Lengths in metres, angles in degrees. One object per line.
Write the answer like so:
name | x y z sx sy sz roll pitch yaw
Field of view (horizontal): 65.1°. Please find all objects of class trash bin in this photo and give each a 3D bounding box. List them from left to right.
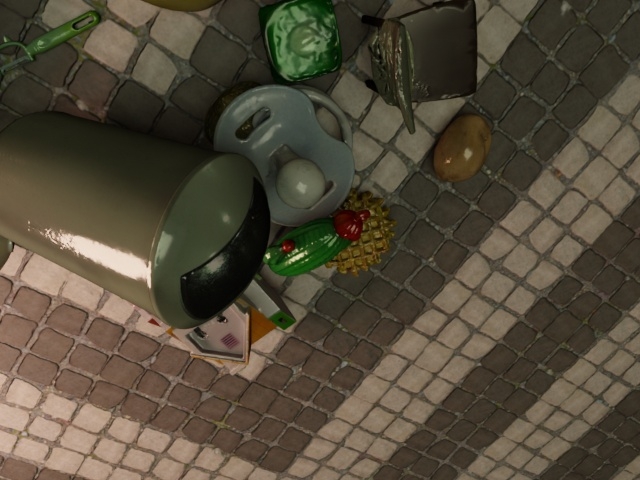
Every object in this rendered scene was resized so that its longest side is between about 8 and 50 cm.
trash bin | -0.294 -0.042 0.815 0.432 0.280 0.280 19 116 18

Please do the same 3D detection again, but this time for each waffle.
waffle | 0.063 -0.016 1.084 0.197 0.070 0.193 9 114 -12

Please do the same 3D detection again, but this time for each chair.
chair | 0.172 -0.301 0.821 0.186 0.319 0.160 -10 117 -4

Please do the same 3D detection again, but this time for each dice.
dice | -0.035 -0.353 0.877 0.128 0.120 0.131 -13 115 0

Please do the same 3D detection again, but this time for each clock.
clock | -0.222 0.133 1.066 0.235 0.166 0.309 -36 108 9

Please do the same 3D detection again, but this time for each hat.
hat | -0.170 -0.253 0.942 0.146 0.067 0.146 -32 154 -18

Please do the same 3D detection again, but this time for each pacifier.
pacifier | -0.041 -0.139 0.909 0.244 0.233 0.299 -39 122 11

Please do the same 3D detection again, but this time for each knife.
knife | -0.481 -0.353 0.870 0.212 0.015 0.054 -24 109 4

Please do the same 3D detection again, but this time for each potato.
potato | 0.288 -0.185 1.018 0.112 0.112 0.147 16 106 -16

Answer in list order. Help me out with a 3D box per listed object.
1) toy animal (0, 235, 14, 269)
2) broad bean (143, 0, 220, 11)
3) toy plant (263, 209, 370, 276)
toy animal | -0.700 -0.028 0.895 0.212 0.213 0.267 -30 132 7
broad bean | -0.225 -0.472 0.806 0.263 0.121 0.189 4 121 6
toy plant | 0.000 0.005 0.981 0.240 0.154 0.088 -23 73 13
